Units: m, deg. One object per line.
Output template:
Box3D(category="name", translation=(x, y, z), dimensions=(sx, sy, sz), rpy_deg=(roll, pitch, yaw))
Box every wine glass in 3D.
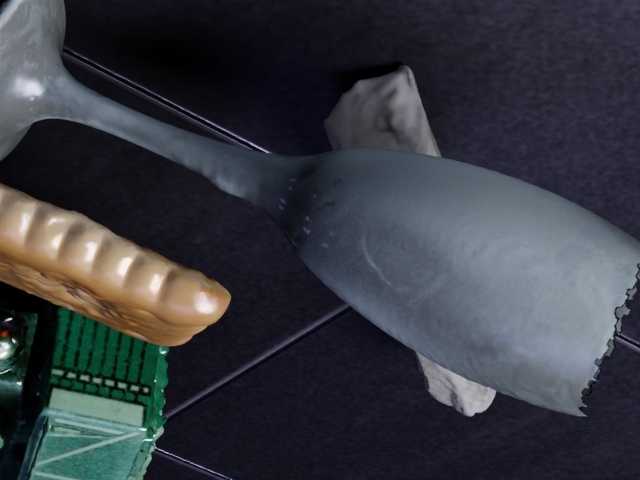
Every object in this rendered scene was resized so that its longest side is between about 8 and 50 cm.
Box3D(category="wine glass", translation=(0.000, 0.000, 0.933), dimensions=(0.309, 0.096, 0.264), rpy_deg=(23, 170, 10))

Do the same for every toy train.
Box3D(category="toy train", translation=(-0.184, 0.109, 1.155), dimensions=(0.154, 0.115, 0.269), rpy_deg=(6, 147, -14))

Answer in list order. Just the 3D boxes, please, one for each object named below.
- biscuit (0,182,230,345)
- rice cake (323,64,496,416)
Box3D(category="biscuit", translation=(-0.128, 0.012, 0.936), dimensions=(0.160, 0.030, 0.249), rpy_deg=(25, 172, -6))
Box3D(category="rice cake", translation=(0.057, 0.007, 1.004), dimensions=(0.052, 0.057, 0.256), rpy_deg=(14, 151, 25))
